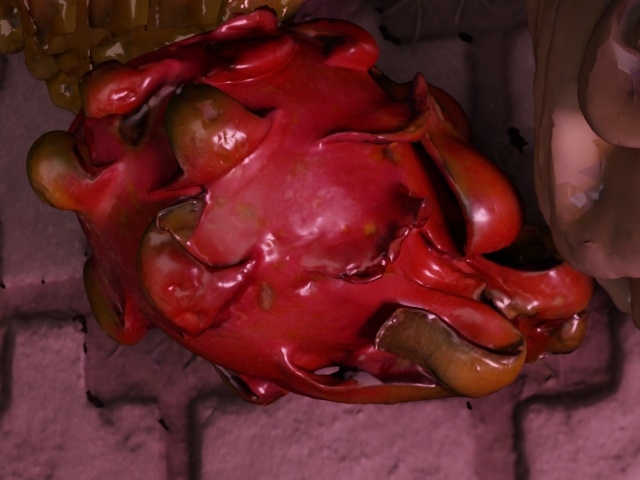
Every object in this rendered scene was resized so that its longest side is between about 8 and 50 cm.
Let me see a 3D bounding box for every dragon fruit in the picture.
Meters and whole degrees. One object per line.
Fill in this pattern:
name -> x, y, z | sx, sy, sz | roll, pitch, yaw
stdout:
dragon fruit -> -0.004, -0.017, 0.952 | 0.307, 0.227, 0.243 | -8, 105, 15

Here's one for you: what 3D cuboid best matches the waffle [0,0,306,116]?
waffle -> -0.109, -0.266, 1.135 | 0.382, 0.095, 0.379 | -51, 57, 14

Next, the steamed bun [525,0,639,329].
steamed bun -> 0.257, -0.099, 0.817 | 0.339, 0.247, 0.352 | -13, 73, 25
